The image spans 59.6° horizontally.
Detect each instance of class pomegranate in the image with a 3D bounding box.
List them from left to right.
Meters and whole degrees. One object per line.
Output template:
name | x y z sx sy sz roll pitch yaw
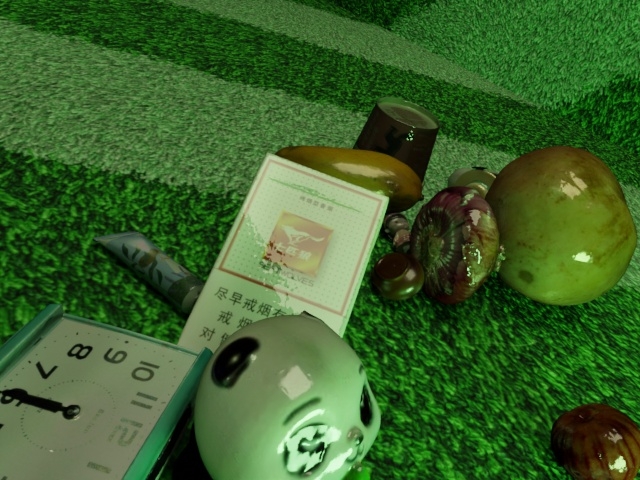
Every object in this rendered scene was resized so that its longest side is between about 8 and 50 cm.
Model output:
pomegranate | 0.482 -0.026 1.189 0.337 0.339 0.338 13 33 -9

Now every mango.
mango | 0.059 -0.140 1.279 0.358 0.144 0.187 10 16 -1

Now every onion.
onion | 0.278 0.009 1.089 0.163 0.230 0.230 1 36 -16

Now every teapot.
teapot | 0.149 0.073 1.076 0.098 0.078 0.129 -34 32 -5

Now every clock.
clock | -0.268 0.207 0.596 0.230 0.116 0.262 14 33 7

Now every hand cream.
hand cream | -0.271 0.049 0.922 0.255 0.055 0.088 31 30 29

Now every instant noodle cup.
instant noodle cup | 0.205 -0.263 1.498 0.234 0.179 0.235 15 34 -10

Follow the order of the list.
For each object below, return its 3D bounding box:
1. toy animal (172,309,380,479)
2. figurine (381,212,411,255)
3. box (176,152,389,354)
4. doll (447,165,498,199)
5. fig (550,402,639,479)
toy animal | -0.039 0.216 0.591 0.212 0.267 0.213 18 32 -11
figurine | 0.172 -0.010 1.230 0.072 0.054 0.129 -11 48 -16
box | -0.046 0.052 0.833 0.210 0.095 0.331 20 68 2
doll | 0.472 -0.135 1.477 0.271 0.144 0.208 4 26 -14
fig | 0.409 0.309 0.827 0.128 0.151 0.129 -14 40 12
